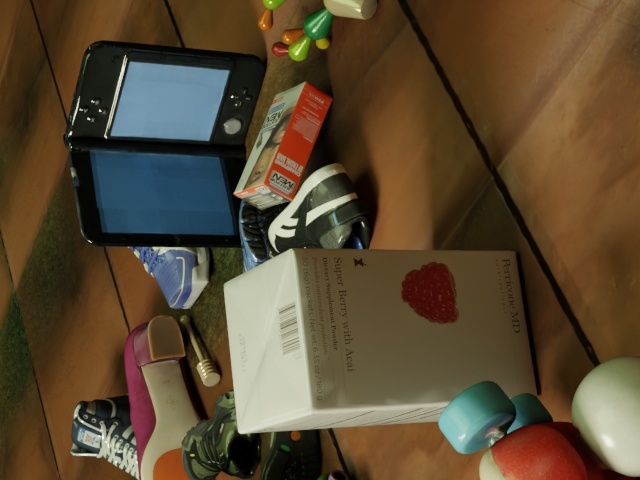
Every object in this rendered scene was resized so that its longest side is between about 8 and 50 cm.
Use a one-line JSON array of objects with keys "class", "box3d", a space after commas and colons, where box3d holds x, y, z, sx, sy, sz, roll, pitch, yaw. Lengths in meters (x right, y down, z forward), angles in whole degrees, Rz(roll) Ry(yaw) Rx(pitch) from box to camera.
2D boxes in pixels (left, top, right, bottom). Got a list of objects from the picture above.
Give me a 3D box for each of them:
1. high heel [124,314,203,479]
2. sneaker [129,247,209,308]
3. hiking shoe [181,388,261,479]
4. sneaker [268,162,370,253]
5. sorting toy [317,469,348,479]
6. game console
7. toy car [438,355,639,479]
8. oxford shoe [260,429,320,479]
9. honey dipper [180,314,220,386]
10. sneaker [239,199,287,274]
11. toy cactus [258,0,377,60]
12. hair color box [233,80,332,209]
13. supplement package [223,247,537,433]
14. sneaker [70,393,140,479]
[{"class": "high heel", "box3d": [-0.262, 0.319, 2.238, 0.181, 0.127, 0.377, 139, 130, -65]}, {"class": "sneaker", "box3d": [-0.310, -0.026, 2.241, 0.127, 0.182, 0.315, -56, 44, 45]}, {"class": "hiking shoe", "box3d": [-0.148, 0.327, 2.050, 0.227, 0.086, 0.114, -58, 39, 40]}, {"class": "sneaker", "box3d": [0.000, 0.000, 1.816, 0.121, 0.079, 0.217, 62, 151, 18]}, {"class": "sorting toy", "box3d": [0.032, 0.334, 1.770, 0.102, 0.061, 0.042, -102, 29, -57]}, {"class": "game console", "box3d": [-0.211, -0.138, 1.966, 0.173, 0.293, 0.250, 52, 132, 45]}, {"class": "toy car", "box3d": [0.283, 0.190, 1.277, 0.238, 0.210, 0.219, -44, 61, 14]}, {"class": "oxford shoe", "box3d": [-0.050, 0.292, 1.904, 0.096, 0.083, 0.227, -174, 91, -71]}, {"class": "honey dipper", "box3d": [-0.204, 0.179, 2.208, 0.160, 0.030, 0.030, 58, 136, 47]}, {"class": "sneaker", "box3d": [-0.087, 0.029, 1.964, 0.087, 0.083, 0.221, 146, 122, -60]}, {"class": "toy cactus", "box3d": [0.005, -0.338, 1.819, 0.180, 0.112, 0.219, 28, 112, 36]}, {"class": "hair color box", "box3d": [-0.052, -0.132, 1.866, 0.093, 0.053, 0.167, -14, 51, 58]}, {"class": "supplement package", "box3d": [0.066, 0.111, 1.486, 0.175, 0.293, 0.177, -28, 66, 57]}, {"class": "sneaker", "box3d": [-0.337, 0.363, 2.304, 0.282, 0.153, 0.099, 45, 128, 50]}]
